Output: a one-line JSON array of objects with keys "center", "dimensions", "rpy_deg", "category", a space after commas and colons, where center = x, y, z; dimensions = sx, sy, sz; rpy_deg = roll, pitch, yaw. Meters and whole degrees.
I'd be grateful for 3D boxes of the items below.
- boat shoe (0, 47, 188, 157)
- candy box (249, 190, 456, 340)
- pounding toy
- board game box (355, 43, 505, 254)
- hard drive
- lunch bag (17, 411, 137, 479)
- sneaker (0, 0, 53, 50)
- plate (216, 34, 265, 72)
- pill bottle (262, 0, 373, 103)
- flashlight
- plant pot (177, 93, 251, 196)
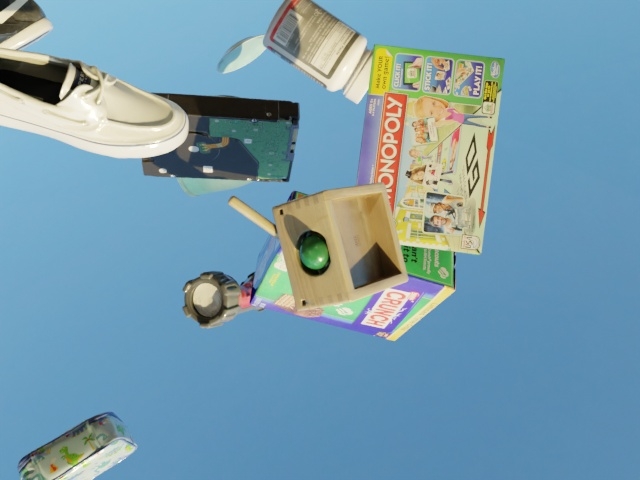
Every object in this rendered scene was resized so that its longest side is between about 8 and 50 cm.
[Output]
[{"center": [-0.281, -0.163, 0.785], "dimensions": [0.258, 0.084, 0.095], "rpy_deg": [6, -118, -13], "category": "boat shoe"}, {"center": [0.053, 0.061, 1.273], "dimensions": [0.317, 0.268, 0.122], "rpy_deg": [15, -122, -12], "category": "candy box"}, {"center": [0.000, 0.000, 0.702], "dimensions": [0.100, 0.130, 0.141], "rpy_deg": [-15, 179, 39], "category": "pounding toy"}, {"center": [0.171, -0.146, 1.100], "dimensions": [0.213, 0.046, 0.318], "rpy_deg": [7, -91, 2], "category": "board game box"}, {"center": [-0.224, -0.221, 1.484], "dimensions": [0.338, 0.237, 0.064], "rpy_deg": [2, -118, -7], "category": "hard drive"}, {"center": [-0.505, 0.455, 1.420], "dimensions": [0.219, 0.176, 0.090], "rpy_deg": [-31, -113, -12], "category": "lunch bag"}, {"center": [-0.497, -0.292, 0.934], "dimensions": [0.217, 0.121, 0.079], "rpy_deg": [-38, -161, -20], "category": "sneaker"}, {"center": [-0.232, -0.559, 2.010], "dimensions": [0.188, 0.188, 0.024], "rpy_deg": [-31, -91, -11], "category": "plate"}, {"center": [0.014, -0.476, 1.690], "dimensions": [0.283, 0.161, 0.161], "rpy_deg": [33, -120, -4], "category": "pill bottle"}, {"center": [-0.157, 0.102, 1.336], "dimensions": [0.103, 0.304, 0.103], "rpy_deg": [-2, -88, 19], "category": "flashlight"}, {"center": [-0.229, -0.262, 1.785], "dimensions": [0.255, 0.272, 0.272], "rpy_deg": [-4, -129, 11], "category": "plant pot"}]
